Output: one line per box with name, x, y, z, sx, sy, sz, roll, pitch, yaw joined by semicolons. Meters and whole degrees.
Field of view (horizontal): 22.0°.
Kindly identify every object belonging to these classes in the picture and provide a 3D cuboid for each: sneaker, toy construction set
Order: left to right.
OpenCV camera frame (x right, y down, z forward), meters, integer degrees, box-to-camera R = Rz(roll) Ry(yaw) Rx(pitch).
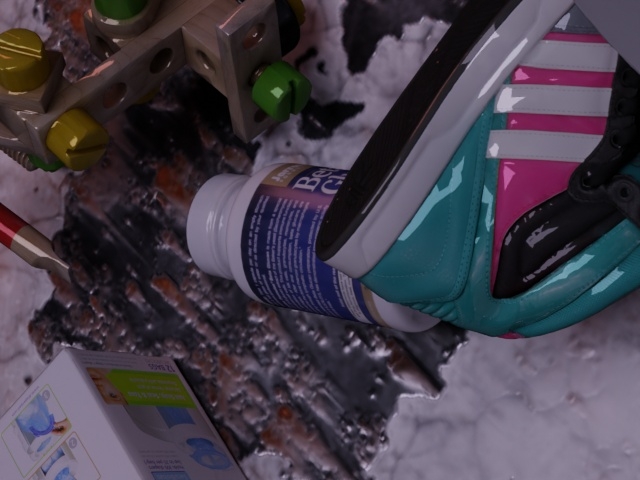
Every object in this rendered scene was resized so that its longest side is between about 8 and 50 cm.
toy construction set;-0.145;-0.095;1.110;0.237;0.257;0.309;36;131;17
sneaker;0.152;-0.062;0.904;0.295;0.178;0.124;-53;14;7

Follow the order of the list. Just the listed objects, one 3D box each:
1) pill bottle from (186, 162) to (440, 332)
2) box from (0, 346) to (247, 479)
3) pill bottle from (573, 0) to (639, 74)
pill bottle;0.000;0.000;1.044;0.169;0.094;0.094;9;89;36
box;-0.117;0.182;1.093;0.103;0.114;0.203;-46;60;21
pill bottle;0.285;-0.211;0.740;0.361;0.204;0.204;-49;57;0
